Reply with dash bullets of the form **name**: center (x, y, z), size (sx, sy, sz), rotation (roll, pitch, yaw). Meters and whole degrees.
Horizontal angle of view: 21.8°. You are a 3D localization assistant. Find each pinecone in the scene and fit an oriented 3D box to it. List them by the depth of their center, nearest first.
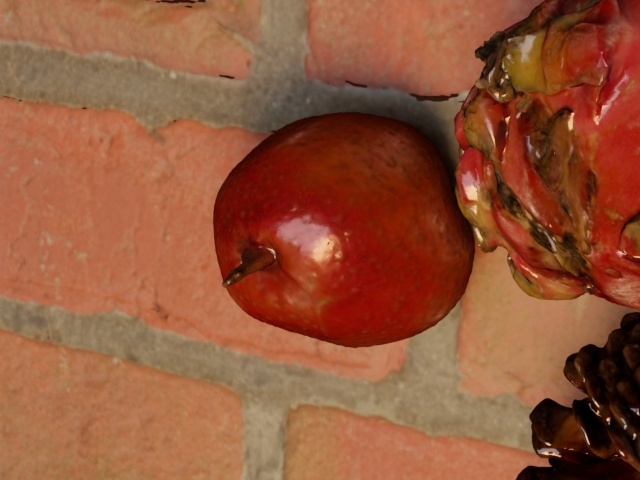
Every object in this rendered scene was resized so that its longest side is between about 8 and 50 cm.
- **pinecone**: center (0.249, 0.188, 1.195), size (0.246, 0.246, 0.292), rotation (39, 131, 13)

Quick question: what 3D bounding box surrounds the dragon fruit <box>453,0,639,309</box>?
- **dragon fruit**: center (0.220, -0.060, 1.130), size (0.291, 0.250, 0.269), rotation (-37, 76, 51)

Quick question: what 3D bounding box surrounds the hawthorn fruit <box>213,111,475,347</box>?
- **hawthorn fruit**: center (0.000, 0.000, 1.263), size (0.196, 0.225, 0.197), rotation (12, 109, 36)
